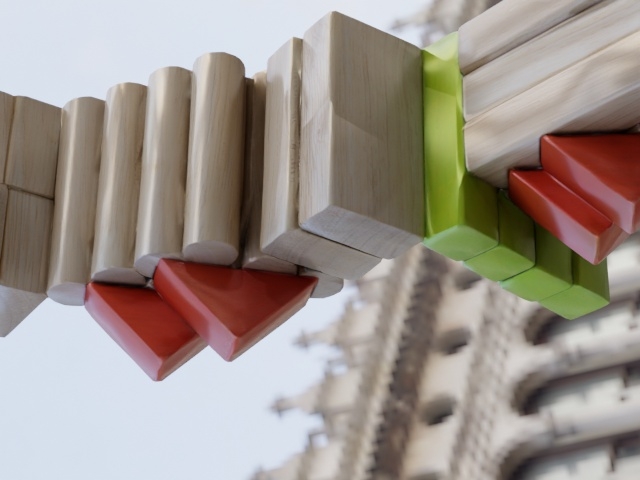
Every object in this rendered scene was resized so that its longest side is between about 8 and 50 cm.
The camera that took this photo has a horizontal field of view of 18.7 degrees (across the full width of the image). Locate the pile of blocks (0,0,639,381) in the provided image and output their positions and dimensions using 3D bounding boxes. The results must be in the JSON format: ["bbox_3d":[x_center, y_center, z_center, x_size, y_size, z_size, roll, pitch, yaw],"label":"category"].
[{"bbox_3d":[0.000,0.000,0.729,0.149,0.362,0.112,52,-146,-53],"label":"pile of blocks"}]
